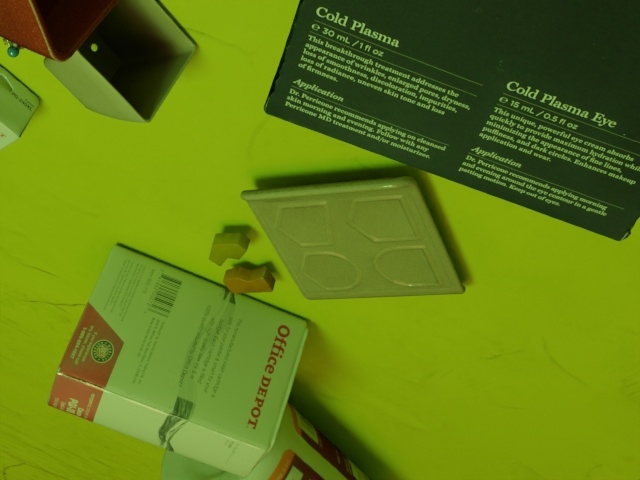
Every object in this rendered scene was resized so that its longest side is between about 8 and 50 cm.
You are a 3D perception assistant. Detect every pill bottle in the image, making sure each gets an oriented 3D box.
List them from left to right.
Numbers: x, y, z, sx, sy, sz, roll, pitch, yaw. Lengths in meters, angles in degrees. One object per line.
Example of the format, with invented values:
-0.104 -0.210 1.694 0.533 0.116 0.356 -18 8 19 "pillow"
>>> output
-0.041 0.407 1.713 0.224 0.224 0.392 -14 132 34 "pill bottle"

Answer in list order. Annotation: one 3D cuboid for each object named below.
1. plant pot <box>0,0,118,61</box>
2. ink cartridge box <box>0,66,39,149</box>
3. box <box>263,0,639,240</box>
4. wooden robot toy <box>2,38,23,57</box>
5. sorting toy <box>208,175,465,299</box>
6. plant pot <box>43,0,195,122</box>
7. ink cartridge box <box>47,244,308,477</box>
-0.262 -0.337 0.857 0.236 0.267 0.267 15 144 21 "plant pot"
-0.414 -0.147 1.293 0.150 0.063 0.109 -22 128 40 "ink cartridge box"
0.166 -0.203 0.905 0.343 0.179 0.312 20 144 -4 "box"
-0.295 -0.260 1.126 0.079 0.076 0.173 -17 143 -13 "wooden robot toy"
0.000 0.000 1.344 0.307 0.041 0.229 -4 142 25 "sorting toy"
-0.213 -0.187 1.140 0.096 0.109 0.109 -4 139 44 "plant pot"
-0.183 0.161 1.472 0.283 0.207 0.117 23 143 -7 "ink cartridge box"
